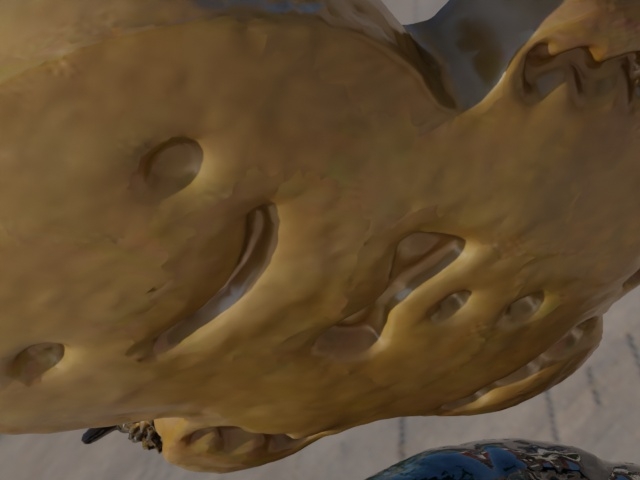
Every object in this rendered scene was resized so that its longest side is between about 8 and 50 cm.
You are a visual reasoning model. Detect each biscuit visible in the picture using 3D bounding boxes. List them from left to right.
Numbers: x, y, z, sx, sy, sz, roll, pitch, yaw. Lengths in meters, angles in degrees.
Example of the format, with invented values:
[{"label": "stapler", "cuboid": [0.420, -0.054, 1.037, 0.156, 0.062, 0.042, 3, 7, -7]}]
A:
[{"label": "biscuit", "cuboid": [0.001, 0.002, 0.541, 0.275, 0.355, 0.052, -47, 52, 33]}]

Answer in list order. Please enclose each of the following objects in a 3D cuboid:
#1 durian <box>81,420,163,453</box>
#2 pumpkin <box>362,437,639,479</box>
[{"label": "durian", "cuboid": [-0.078, 0.067, 0.885, 0.140, 0.110, 0.071, -38, -11, -37]}, {"label": "pumpkin", "cuboid": [0.096, 0.257, 0.767, 0.315, 0.315, 0.238, -58, -8, -48]}]
